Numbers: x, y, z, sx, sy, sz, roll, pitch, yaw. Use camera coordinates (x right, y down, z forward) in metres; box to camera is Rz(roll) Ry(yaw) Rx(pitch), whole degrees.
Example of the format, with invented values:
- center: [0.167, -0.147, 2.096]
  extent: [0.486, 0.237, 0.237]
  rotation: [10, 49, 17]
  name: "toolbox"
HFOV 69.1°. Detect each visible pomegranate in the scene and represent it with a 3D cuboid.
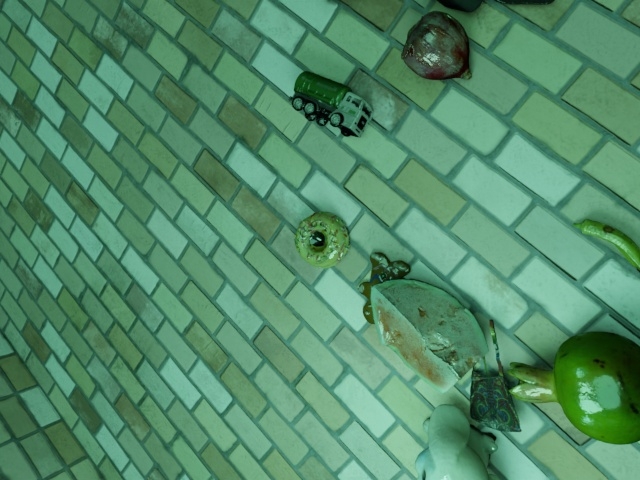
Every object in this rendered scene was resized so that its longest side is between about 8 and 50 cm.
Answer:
- center: [0.570, 0.316, 1.014]
  extent: [0.302, 0.236, 0.235]
  rotation: [-9, 90, 27]
  name: "pomegranate"

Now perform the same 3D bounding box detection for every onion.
- center: [0.298, -0.458, 1.134]
  extent: [0.195, 0.159, 0.159]
  rotation: [33, 110, -8]
  name: "onion"

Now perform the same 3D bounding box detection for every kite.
- center: [0.422, 0.336, 1.171]
  extent: [0.152, 0.015, 0.285]
  rotation: [-9, 91, 57]
  name: "kite"

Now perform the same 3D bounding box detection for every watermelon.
- center: [0.257, 0.221, 1.184]
  extent: [0.305, 0.180, 0.224]
  rotation: [45, 100, 19]
  name: "watermelon"

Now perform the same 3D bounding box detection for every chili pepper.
- center: [0.669, 0.012, 1.036]
  extent: [0.208, 0.043, 0.049]
  rotation: [41, 98, 17]
  name: "chili pepper"

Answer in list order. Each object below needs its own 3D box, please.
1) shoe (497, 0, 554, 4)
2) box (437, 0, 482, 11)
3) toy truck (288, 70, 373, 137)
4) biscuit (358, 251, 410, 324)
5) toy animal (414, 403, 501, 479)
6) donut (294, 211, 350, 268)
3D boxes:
- center: [0.472, -0.587, 1.078]
  extent: [0.160, 0.062, 0.053]
  rotation: [26, 78, 29]
  name: "shoe"
- center: [0.351, -0.649, 1.086]
  extent: [0.200, 0.090, 0.144]
  rotation: [-60, 38, 17]
  name: "box"
- center: [0.025, -0.382, 1.297]
  extent: [0.243, 0.101, 0.124]
  rotation: [31, 96, 24]
  name: "toy truck"
- center: [0.172, 0.143, 1.305]
  extent: [0.138, 0.031, 0.204]
  rotation: [23, 106, 23]
  name: "biscuit"
- center: [0.345, 0.556, 1.134]
  extent: [0.174, 0.289, 0.249]
  rotation: [-37, 98, 22]
  name: "toy animal"
- center: [0.000, 0.000, 1.357]
  extent: [0.175, 0.068, 0.174]
  rotation: [3, 96, 27]
  name: "donut"
